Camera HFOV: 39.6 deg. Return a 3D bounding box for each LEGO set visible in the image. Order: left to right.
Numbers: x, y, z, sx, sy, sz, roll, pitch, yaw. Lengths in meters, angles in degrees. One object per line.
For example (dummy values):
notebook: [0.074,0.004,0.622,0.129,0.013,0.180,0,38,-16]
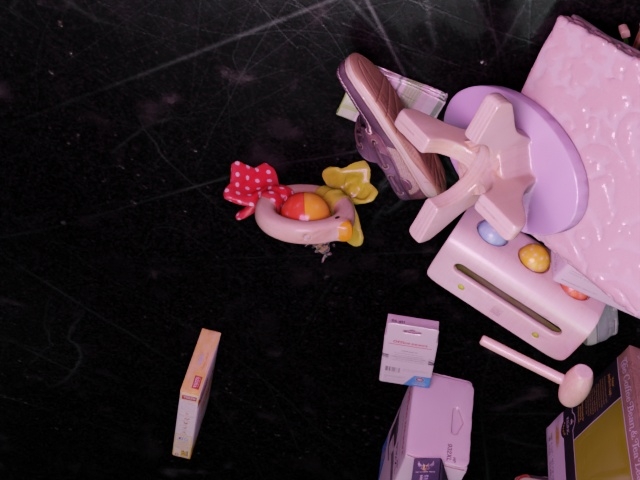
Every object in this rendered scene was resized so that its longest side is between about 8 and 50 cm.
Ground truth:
LEGO set: [0.003,-0.001,1.633,0.054,0.023,0.083,14,120,-4]

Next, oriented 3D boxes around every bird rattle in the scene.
bird rattle: [-0.033,-0.062,1.470,0.254,0.207,0.143,9,116,-8]

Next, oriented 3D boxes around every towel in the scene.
towel: [0.112,-0.212,1.407,0.152,0.023,0.113,20,133,-6]
towel: [0.398,-0.108,1.247,0.053,0.332,0.316,-10,132,-39]

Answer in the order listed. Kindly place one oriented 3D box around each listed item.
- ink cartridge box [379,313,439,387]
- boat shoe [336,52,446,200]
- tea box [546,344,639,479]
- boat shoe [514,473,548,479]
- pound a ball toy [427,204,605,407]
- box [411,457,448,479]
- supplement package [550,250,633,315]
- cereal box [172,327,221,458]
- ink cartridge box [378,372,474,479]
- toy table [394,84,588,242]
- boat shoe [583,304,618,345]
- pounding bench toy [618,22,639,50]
ink cartridge box: [0.177,0.207,1.755,0.104,0.060,0.180,9,134,6]
boat shoe: [0.097,-0.162,1.379,0.092,0.102,0.285,-22,129,26]
tea box: [0.607,0.442,1.691,0.220,0.329,0.323,20,134,-7]
boat shoe: [0.511,0.562,2.024,0.137,0.049,0.043,11,176,-1]
pound a ball toy: [0.337,0.092,1.452,0.319,0.208,0.135,34,135,8]
box: [0.215,0.550,1.671,0.059,0.183,0.232,-5,129,17]
supplement package: [0.507,-0.053,1.360,0.175,0.177,0.293,24,133,-11]
cereal box: [-0.264,0.327,1.888,0.047,0.173,0.240,15,134,-1]
ink cartridge box: [0.211,0.456,1.866,0.129,0.223,0.307,14,133,0]
toy table: [0.235,-0.109,1.278,0.274,0.161,0.252,40,128,36]
boat shoe: [0.495,0.087,1.574,0.081,0.079,0.227,-16,126,-5]
pounding bench toy: [0.454,-0.269,1.258,0.083,0.052,0.065,11,134,2]
